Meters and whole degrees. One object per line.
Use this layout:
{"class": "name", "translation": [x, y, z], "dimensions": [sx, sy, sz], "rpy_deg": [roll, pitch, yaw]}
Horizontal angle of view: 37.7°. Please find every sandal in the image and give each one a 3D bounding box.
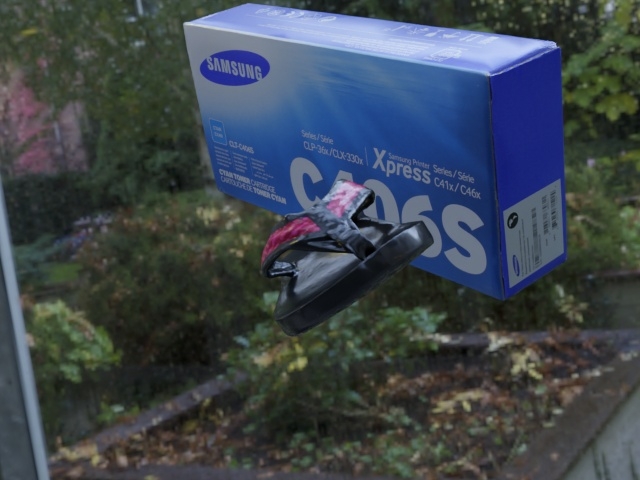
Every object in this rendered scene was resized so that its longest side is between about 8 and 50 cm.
{"class": "sandal", "translation": [0.000, 0.000, 0.401], "dimensions": [0.067, 0.040, 0.179], "rpy_deg": [-33, 8, -3]}

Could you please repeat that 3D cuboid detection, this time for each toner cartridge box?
{"class": "toner cartridge box", "translation": [0.028, -0.086, 0.742], "dimensions": [0.075, 0.165, 0.347], "rpy_deg": [-26, 30, -33]}
